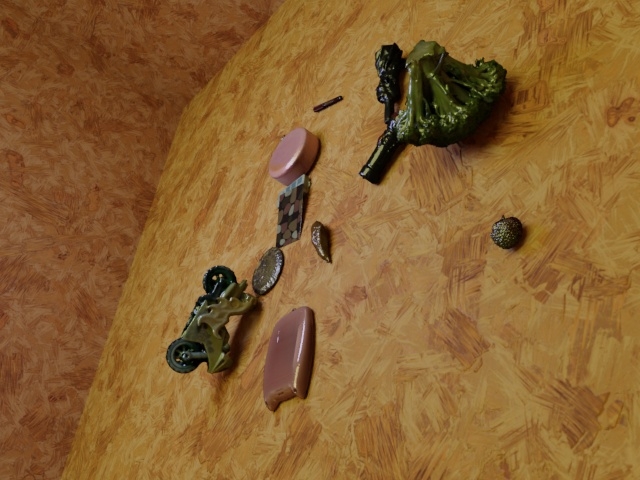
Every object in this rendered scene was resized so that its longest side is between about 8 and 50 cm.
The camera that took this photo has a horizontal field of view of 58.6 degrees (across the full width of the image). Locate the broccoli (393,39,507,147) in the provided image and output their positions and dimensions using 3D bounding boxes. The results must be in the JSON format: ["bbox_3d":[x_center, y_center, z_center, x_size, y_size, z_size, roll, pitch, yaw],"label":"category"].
[{"bbox_3d":[0.332,-0.393,1.535,0.303,0.283,0.321,-6,45,37],"label":"broccoli"}]

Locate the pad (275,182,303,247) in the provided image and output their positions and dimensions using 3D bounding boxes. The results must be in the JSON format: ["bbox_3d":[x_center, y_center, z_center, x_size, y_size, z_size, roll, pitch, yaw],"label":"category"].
[{"bbox_3d":[-0.119,-0.093,2.187,0.158,0.003,0.235,-22,58,47],"label":"pad"}]

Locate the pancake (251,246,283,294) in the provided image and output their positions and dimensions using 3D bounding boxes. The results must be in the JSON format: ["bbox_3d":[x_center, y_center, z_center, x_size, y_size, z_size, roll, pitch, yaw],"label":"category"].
[{"bbox_3d":[-0.202,0.115,2.158,0.199,0.021,0.199,-37,38,36],"label":"pancake"}]

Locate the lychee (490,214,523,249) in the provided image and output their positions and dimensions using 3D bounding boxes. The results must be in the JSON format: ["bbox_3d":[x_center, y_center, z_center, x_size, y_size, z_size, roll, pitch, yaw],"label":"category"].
[{"bbox_3d":[0.422,-0.020,1.292,0.067,0.068,0.084,120,150,-74],"label":"lychee"}]

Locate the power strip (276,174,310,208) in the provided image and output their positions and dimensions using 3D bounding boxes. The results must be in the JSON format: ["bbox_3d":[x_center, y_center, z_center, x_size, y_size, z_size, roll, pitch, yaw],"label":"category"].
[{"bbox_3d":[-0.109,-0.189,2.260,0.192,0.035,0.082,-31,44,41],"label":"power strip"}]

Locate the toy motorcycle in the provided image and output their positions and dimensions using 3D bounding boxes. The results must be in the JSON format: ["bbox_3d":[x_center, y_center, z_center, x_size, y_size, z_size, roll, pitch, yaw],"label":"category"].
[{"bbox_3d":[-0.379,0.302,2.062,0.411,0.236,0.168,-67,17,-14],"label":"toy motorcycle"}]

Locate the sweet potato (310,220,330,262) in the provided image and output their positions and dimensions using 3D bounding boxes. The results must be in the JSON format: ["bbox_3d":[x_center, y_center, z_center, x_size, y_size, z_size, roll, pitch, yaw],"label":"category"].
[{"bbox_3d":[0.000,0.000,1.918,0.068,0.059,0.206,95,163,-49],"label":"sweet potato"}]

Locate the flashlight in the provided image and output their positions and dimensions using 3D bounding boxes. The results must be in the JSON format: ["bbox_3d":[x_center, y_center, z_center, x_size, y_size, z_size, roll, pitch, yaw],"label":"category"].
[{"bbox_3d":[0.205,-0.291,1.825,0.232,0.092,0.093,-55,31,11],"label":"flashlight"}]

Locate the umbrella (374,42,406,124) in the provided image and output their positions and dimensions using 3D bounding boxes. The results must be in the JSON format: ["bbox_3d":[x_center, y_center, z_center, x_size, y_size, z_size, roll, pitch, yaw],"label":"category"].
[{"bbox_3d":[0.241,-0.540,1.982,0.118,0.118,0.341,-28,49,43],"label":"umbrella"}]

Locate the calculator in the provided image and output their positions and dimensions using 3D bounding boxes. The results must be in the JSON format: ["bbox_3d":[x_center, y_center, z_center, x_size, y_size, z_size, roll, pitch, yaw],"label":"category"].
[{"bbox_3d":[-0.103,0.352,1.787,0.220,0.048,0.330,-36,36,39],"label":"calculator"}]

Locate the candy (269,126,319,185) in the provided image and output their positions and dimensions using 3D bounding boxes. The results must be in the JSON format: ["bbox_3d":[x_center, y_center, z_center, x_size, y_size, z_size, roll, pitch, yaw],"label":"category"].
[{"bbox_3d":[-0.111,-0.347,2.329,0.255,0.094,0.256,-38,35,33],"label":"candy"}]

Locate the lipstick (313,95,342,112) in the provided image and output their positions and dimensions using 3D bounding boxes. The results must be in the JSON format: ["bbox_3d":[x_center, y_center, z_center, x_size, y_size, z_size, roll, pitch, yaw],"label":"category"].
[{"bbox_3d":[0.031,-0.571,2.379,0.176,0.027,0.027,-11,56,52],"label":"lipstick"}]
